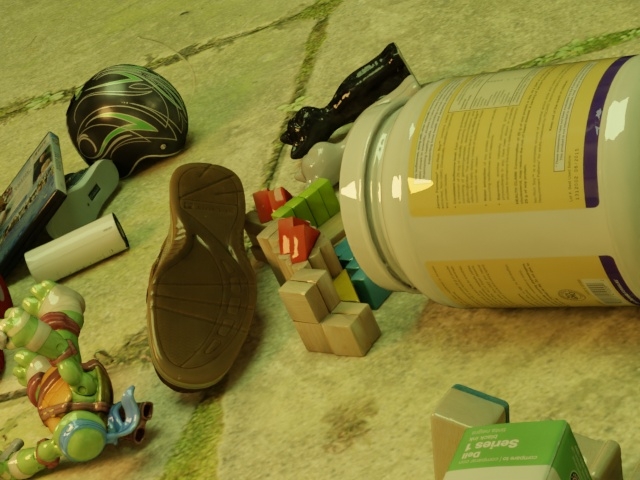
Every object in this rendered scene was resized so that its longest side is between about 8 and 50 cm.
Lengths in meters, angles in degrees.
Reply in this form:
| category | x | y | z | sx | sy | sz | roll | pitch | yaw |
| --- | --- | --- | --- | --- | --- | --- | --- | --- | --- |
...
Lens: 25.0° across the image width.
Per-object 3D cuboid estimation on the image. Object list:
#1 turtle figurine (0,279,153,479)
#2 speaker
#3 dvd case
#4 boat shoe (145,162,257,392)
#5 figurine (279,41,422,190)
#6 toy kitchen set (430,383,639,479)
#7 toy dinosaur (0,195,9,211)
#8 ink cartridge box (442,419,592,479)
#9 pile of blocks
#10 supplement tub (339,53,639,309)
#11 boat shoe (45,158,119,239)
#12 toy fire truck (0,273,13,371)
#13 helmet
| category | x | y | z | sx | sy | sz | roll | pitch | yaw |
| --- | --- | --- | --- | --- | --- | --- | --- | --- | --- |
| turtle figurine | -0.334 | 0.156 | 1.566 | 0.274 | 0.198 | 0.266 | -21 | 23 | -2 |
| speaker | -0.335 | 0.014 | 1.980 | 0.136 | 0.055 | 0.055 | -25 | 26 | 0 |
| dvd case | -0.437 | -0.047 | 2.125 | 0.180 | 0.022 | 0.253 | -52 | 24 | 11 |
| boat shoe | -0.147 | 0.059 | 1.693 | 0.123 | 0.123 | 0.342 | 8 | 43 | -12 |
| figurine | 0.047 | -0.151 | 1.944 | 0.209 | 0.092 | 0.215 | -30 | 27 | 7 |
| toy kitchen set | 0.223 | 0.168 | 1.206 | 0.207 | 0.122 | 0.166 | 19 | 46 | 27 |
| toy dinosaur | -0.502 | 0.009 | 2.071 | 0.112 | 0.064 | 0.211 | -41 | 28 | 29 |
| ink cartridge box | 0.134 | 0.260 | 1.021 | 0.092 | 0.160 | 0.219 | -8 | 30 | 32 |
| pile of blocks | 0.000 | 0.000 | 1.660 | 0.149 | 0.113 | 0.362 | -27 | 27 | -4 |
| supplement tub | 0.210 | -0.052 | 1.436 | 0.331 | 0.241 | 0.241 | -2 | 34 | 37 |
| boat shoe | -0.370 | -0.050 | 2.128 | 0.083 | 0.065 | 0.183 | -18 | 24 | 33 |
| toy fire truck | -0.528 | 0.059 | 1.836 | 0.169 | 0.254 | 0.302 | -22 | 27 | 4 |
| helmet | -0.290 | -0.189 | 2.212 | 0.161 | 0.169 | 0.169 | -32 | 22 | 26 |
